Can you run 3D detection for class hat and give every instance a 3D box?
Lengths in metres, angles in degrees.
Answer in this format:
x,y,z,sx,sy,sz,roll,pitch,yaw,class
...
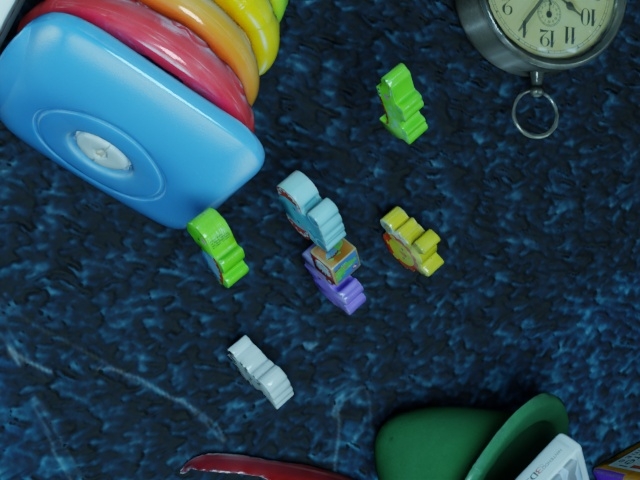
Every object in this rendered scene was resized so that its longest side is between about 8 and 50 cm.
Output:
x,y,z,sx,sy,sz,roll,pitch,yaw,class
0.056,0.150,0.890,0.173,0.183,0.208,-62,150,-2,hat

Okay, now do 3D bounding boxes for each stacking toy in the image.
x,y,z,sx,sy,sz,roll,pitch,yaw,class
-0.076,-0.175,0.807,0.165,0.175,0.302,33,65,-14,stacking toy
0.000,0.000,0.796,0.167,0.221,0.052,-40,59,-17,stacking toy

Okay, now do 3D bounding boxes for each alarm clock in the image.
x,y,z,sx,sy,sz,roll,pitch,yaw,class
0.166,-0.173,0.927,0.129,0.064,0.192,5,83,-20,alarm clock

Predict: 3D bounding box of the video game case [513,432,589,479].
x,y,z,sx,sy,sz,roll,pitch,yaw,class
0.133,0.255,0.855,0.183,0.023,0.201,-42,137,-17,video game case

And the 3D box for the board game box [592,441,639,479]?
x,y,z,sx,sy,sz,roll,pitch,yaw,class
0.490,0.266,0.867,0.356,0.356,0.356,-25,96,-20,board game box

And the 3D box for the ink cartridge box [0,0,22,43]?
x,y,z,sx,sy,sz,roll,pitch,yaw,class
-0.227,-0.141,0.665,0.117,0.283,0.207,29,78,-16,ink cartridge box
